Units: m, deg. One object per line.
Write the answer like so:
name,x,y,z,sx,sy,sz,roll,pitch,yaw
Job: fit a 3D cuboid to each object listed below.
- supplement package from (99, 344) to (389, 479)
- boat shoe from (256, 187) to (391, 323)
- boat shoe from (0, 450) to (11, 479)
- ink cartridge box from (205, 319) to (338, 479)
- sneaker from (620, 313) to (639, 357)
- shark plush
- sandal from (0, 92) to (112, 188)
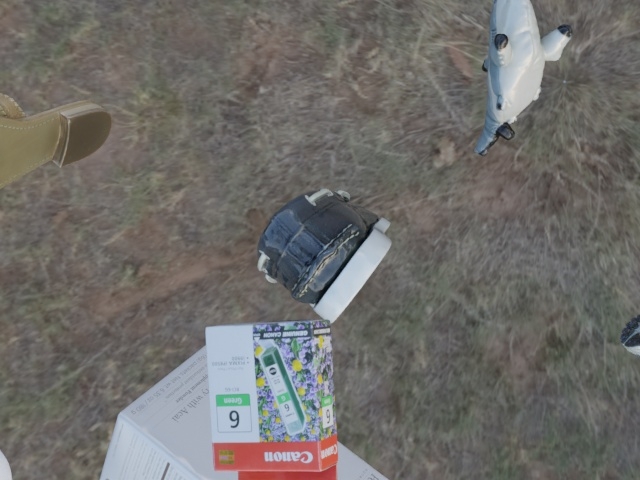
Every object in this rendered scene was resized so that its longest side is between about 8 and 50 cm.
supplement package,-0.098,0.304,1.170,0.293,0.177,0.175,35,129,15
boat shoe,0.000,0.000,0.852,0.091,0.302,0.114,39,87,-1
boat shoe,-0.428,0.302,1.097,0.080,0.076,0.228,48,130,0
ink cartridge box,-0.025,0.100,0.504,0.063,0.029,0.115,-5,86,20
sneaker,0.354,0.086,0.887,0.135,0.052,0.058,-19,126,40
shark plush,0.166,-0.145,0.831,0.073,0.067,0.161,-21,137,-13
sandal,-0.314,-0.104,0.917,0.079,0.240,0.088,35,121,20
